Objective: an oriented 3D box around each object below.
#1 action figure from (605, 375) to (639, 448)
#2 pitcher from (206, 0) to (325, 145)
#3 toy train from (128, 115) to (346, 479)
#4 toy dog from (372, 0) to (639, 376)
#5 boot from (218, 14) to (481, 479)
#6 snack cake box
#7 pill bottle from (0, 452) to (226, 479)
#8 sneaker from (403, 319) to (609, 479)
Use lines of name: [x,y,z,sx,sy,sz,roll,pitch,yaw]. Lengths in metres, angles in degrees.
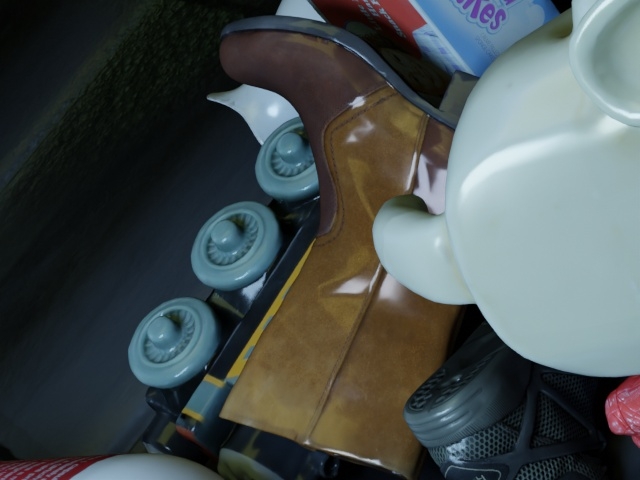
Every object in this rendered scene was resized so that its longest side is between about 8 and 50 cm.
action figure: [0.242,0.086,1.080,0.091,0.139,0.280,-29,15,27]
pitcher: [0.020,-0.149,1.538,0.207,0.125,0.178,-49,53,12]
toy train: [0.000,0.042,1.327,0.190,0.142,0.334,19,69,41]
toy dog: [0.262,-0.076,1.014,0.395,0.284,0.408,-26,12,38]
boot: [0.000,0.000,1.242,0.264,0.096,0.280,22,87,16]
snack cake box: [0.096,-0.156,1.315,0.089,0.264,0.152,-52,35,-12]
pill bottle: [-0.171,0.259,1.187,0.408,0.229,0.229,-9,47,41]
sneaker: [0.150,0.108,1.154,0.087,0.130,0.227,-19,13,40]
